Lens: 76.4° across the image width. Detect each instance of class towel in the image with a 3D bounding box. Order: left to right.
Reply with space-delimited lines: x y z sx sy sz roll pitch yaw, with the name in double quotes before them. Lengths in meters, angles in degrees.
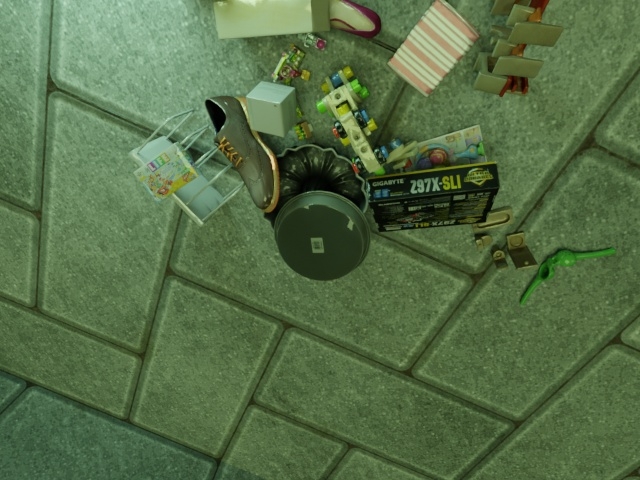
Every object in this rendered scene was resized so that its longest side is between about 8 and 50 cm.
"towel" 0.285 -0.487 1.039 0.144 0.029 0.197 37 120 -10

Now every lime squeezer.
"lime squeezer" 0.730 0.088 1.255 0.310 0.059 0.110 -40 134 24

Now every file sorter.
"file sorter" -0.364 -0.225 1.204 0.173 0.193 0.277 -36 106 22

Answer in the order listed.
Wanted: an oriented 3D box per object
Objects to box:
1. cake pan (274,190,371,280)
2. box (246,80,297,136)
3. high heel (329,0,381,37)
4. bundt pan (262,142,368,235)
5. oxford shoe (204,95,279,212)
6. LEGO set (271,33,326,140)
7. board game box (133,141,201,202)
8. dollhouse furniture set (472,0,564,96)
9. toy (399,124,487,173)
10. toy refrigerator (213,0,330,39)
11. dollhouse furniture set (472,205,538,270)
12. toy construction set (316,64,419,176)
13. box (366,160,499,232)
"cake pan" 0.000 0.000 1.192 0.293 0.054 0.293 5 119 9
"box" -0.124 -0.341 1.057 0.102 0.087 0.101 17 141 15
"high heel" 0.032 -0.556 0.995 0.244 0.117 0.082 23 119 -3
"bundt pan" -0.017 -0.141 1.221 0.331 0.124 0.331 4 117 8
"oxford shoe" -0.219 -0.234 1.101 0.130 0.133 0.363 -42 65 41
"LEGO set" -0.073 -0.408 1.099 0.132 0.107 0.287 13 119 3
"board game box" -0.417 -0.183 1.109 0.154 0.026 0.103 -29 108 17
"dollhouse furniture set" 0.452 -0.459 0.911 0.135 0.262 0.259 9 152 4
"toy" 0.343 -0.222 1.150 0.237 0.056 0.137 -15 113 17
"toy refrigerator" -0.120 -0.552 0.994 0.269 0.102 0.094 10 120 25
"dollhouse furniture set" 0.535 -0.001 1.192 0.144 0.123 0.151 -14 114 17
"toy construction set" 0.114 -0.291 1.065 0.328 0.215 0.151 43 114 -14
"box" 0.301 -0.108 1.120 0.322 0.257 0.079 -5 73 14
